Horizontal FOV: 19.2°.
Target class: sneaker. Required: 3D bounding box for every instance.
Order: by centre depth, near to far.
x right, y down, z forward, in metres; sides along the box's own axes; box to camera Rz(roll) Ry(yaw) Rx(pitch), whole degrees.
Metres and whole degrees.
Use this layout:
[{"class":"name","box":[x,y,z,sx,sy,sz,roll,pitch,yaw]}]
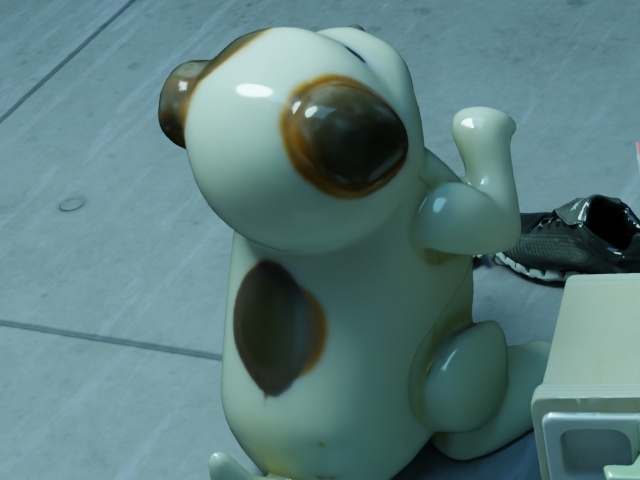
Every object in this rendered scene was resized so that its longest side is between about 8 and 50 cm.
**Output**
[{"class":"sneaker","box":[0.256,-0.007,1.852,0.078,0.106,0.234,-35,38,-31]}]

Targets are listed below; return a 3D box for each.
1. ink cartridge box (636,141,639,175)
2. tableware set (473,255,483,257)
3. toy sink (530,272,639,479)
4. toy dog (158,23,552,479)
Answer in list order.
[{"class":"ink cartridge box","box":[0.426,-0.062,1.910,0.198,0.067,0.115,-9,33,6]},{"class":"tableware set","box":[0.098,0.000,1.979,0.168,0.020,0.141,-12,32,2]},{"class":"toy sink","box":[0.252,0.155,1.564,0.131,0.153,0.234,-2,35,17]},{"class":"toy dog","box":[0.000,0.000,1.652,0.395,0.408,0.284,-32,36,-28]}]
